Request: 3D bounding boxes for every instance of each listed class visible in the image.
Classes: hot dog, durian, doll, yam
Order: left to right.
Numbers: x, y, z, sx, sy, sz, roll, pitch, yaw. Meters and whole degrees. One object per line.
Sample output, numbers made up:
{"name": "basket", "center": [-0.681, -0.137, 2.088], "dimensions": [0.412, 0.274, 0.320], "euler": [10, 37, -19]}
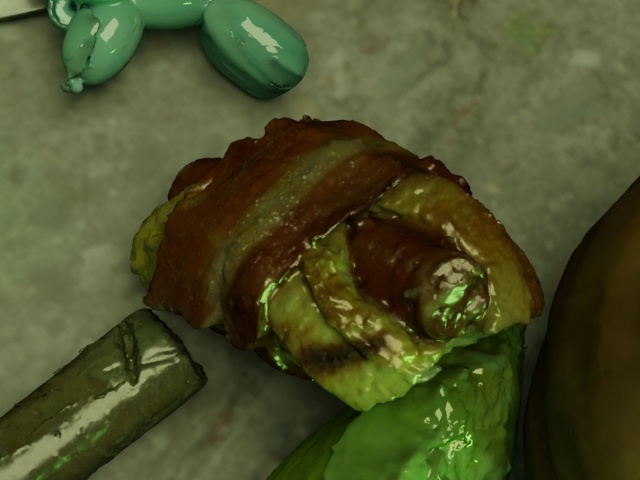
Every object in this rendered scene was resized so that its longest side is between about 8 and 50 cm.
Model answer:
{"name": "yam", "center": [-0.117, 0.087, 0.705], "dimensions": [0.132, 0.054, 0.054], "euler": [-38, 86, -17]}
{"name": "doll", "center": [-0.074, -0.138, 0.759], "dimensions": [0.158, 0.059, 0.159], "euler": [22, 82, -14]}
{"name": "hot dog", "center": [0.000, 0.000, 0.681], "dimensions": [0.146, 0.213, 0.103], "euler": [-32, 120, -33]}
{"name": "durian", "center": [0.026, 0.135, 0.676], "dimensions": [0.101, 0.139, 0.250], "euler": [44, 54, -4]}

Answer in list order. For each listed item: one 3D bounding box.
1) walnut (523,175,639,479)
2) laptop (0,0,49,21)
{"name": "walnut", "center": [0.291, 0.080, 0.663], "dimensions": [0.398, 0.308, 0.354], "euler": [-28, 71, -16]}
{"name": "laptop", "center": [-0.084, -0.233, 0.814], "dimensions": [0.269, 0.015, 0.187], "euler": [-16, 80, -16]}
